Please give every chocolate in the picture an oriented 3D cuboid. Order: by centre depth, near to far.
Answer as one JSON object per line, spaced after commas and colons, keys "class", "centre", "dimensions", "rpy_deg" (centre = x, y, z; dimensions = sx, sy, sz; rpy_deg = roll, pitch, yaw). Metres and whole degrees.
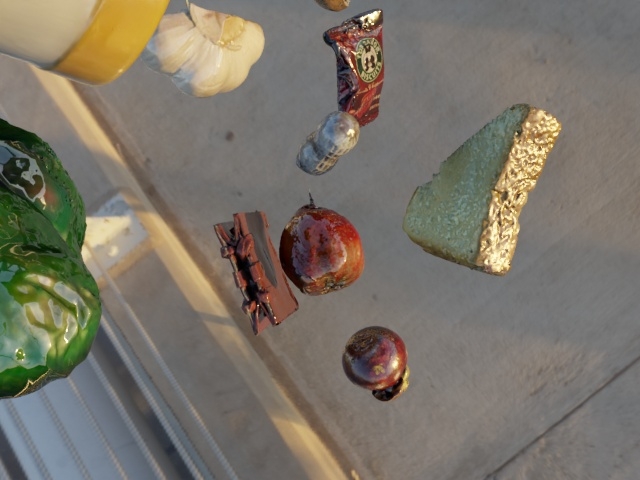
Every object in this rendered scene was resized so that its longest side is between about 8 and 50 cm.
{"class": "chocolate", "centre": [0.011, -0.161, 1.261], "dimensions": [0.072, 0.167, 0.072], "rpy_deg": [9, 66, -21]}

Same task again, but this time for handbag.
{"class": "handbag", "centre": [-0.139, 0.065, 1.659], "dimensions": [0.084, 0.275, 0.259], "rpy_deg": [-20, 89, 6]}

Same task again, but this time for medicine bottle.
{"class": "medicine bottle", "centre": [-0.273, -0.287, 0.677], "dimensions": [0.238, 0.232, 0.237], "rpy_deg": [-18, 65, 45]}

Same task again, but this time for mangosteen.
{"class": "mangosteen", "centre": [0.124, 0.281, 1.687], "dimensions": [0.146, 0.181, 0.155], "rpy_deg": [5, 50, 19]}

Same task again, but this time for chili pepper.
{"class": "chili pepper", "centre": [-0.200, -0.013, 0.422], "dimensions": [0.148, 0.264, 0.116], "rpy_deg": [-2, 113, -15]}

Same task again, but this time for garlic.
{"class": "garlic", "centre": [-0.205, -0.317, 1.307], "dimensions": [0.230, 0.178, 0.142], "rpy_deg": [-13, 95, -33]}

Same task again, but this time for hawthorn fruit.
{"class": "hawthorn fruit", "centre": [0.000, 0.000, 1.614], "dimensions": [0.181, 0.181, 0.235], "rpy_deg": [-14, 69, 11]}

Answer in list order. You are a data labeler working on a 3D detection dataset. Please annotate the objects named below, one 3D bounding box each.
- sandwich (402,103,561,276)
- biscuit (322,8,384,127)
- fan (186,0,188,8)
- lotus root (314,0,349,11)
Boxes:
{"class": "sandwich", "centre": [0.264, -0.098, 1.291], "dimensions": [0.100, 0.254, 0.288], "rpy_deg": [15, 99, -23]}
{"class": "biscuit", "centre": [0.070, -0.313, 1.445], "dimensions": [0.063, 0.235, 0.151], "rpy_deg": [18, 38, 32]}
{"class": "fan", "centre": [-0.308, -0.521, 1.792], "dimensions": [0.005, 0.133, 0.085], "rpy_deg": [7, 54, 9]}
{"class": "lotus root", "centre": [-0.003, -0.208, 0.579], "dimensions": [0.030, 0.083, 0.037], "rpy_deg": [-17, 51, 17]}
